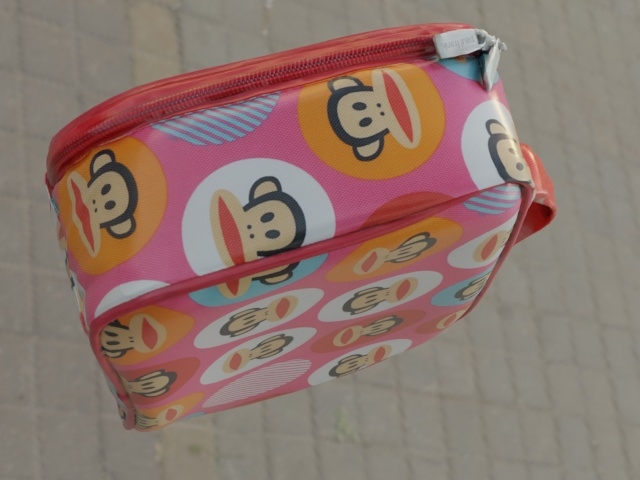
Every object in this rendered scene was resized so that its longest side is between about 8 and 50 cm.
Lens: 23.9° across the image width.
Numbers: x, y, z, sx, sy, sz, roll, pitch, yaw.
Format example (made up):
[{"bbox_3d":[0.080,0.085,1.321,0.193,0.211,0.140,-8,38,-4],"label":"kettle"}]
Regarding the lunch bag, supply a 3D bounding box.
[{"bbox_3d":[0.000,0.000,0.782,0.258,0.293,0.120,-15,74,-9],"label":"lunch bag"}]
